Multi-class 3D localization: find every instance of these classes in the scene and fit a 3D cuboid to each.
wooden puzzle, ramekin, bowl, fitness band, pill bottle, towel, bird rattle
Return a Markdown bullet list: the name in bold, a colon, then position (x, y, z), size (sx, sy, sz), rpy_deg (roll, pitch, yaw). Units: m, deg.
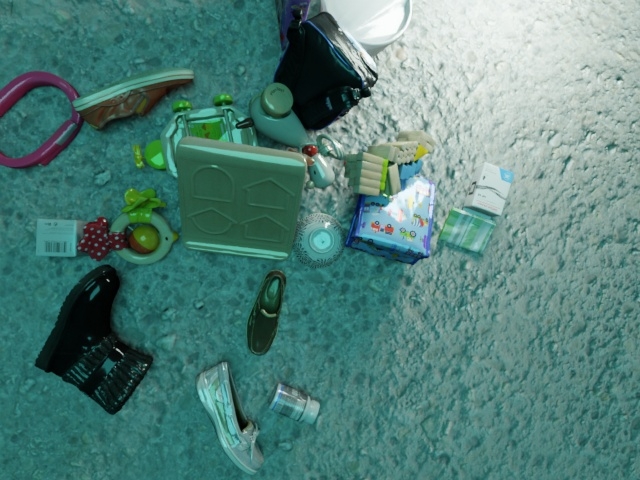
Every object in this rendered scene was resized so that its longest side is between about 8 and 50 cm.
- **wooden puzzle**: position (-0.219, -0.109, 1.119), size (0.322, 0.080, 0.347), rpy_deg (7, 129, -7)
- **ramekin**: position (0.121, -0.671, 1.197), size (0.273, 0.127, 0.272), rpy_deg (1, 84, -12)
- **bowl**: position (0.000, 0.000, 1.206), size (0.170, 0.080, 0.170), rpy_deg (0, 89, -8)
- **fitness band**: position (-0.800, -0.331, 1.127), size (0.209, 0.054, 0.291), rpy_deg (43, 84, -2)
- **pill bottle**: position (-0.077, 0.480, 1.189), size (0.137, 0.078, 0.078), rpy_deg (26, 86, -6)
- **towel**: position (0.461, -0.030, 1.278), size (0.152, 0.023, 0.113), rpy_deg (18, 104, -7)
- **bird rattle**: position (-0.518, -0.017, 1.123), size (0.253, 0.143, 0.207), rpy_deg (-45, 111, -3)

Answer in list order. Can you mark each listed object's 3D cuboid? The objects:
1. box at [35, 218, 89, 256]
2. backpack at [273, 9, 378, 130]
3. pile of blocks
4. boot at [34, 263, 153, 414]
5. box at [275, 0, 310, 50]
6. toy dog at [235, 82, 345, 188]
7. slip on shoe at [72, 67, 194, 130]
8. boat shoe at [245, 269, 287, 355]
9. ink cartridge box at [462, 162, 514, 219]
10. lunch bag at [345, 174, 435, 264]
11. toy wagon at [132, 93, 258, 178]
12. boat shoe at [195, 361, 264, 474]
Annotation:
- **box**: position (-0.702, -0.007, 1.113), size (0.101, 0.087, 0.102), rpy_deg (2, 88, -7)
- **backpack**: position (0.002, -0.450, 1.123), size (0.276, 0.263, 0.213), rpy_deg (51, 46, -5)
- **pile of blocks**: position (0.187, -0.219, 1.178), size (0.362, 0.113, 0.149), rpy_deg (-28, 117, -35)
- **boot**: position (-0.567, 0.265, 1.101), size (0.260, 0.131, 0.348), rpy_deg (30, 96, 1)
- **box**: position (-0.080, -0.680, 1.098), size (0.057, 0.293, 0.200), rpy_deg (-7, 90, -10)
- **toy dog**: position (-0.104, -0.269, 1.127), size (0.161, 0.220, 0.333), rpy_deg (-41, 86, -15)
- **slip on shoe**: position (-0.509, -0.406, 1.144), size (0.331, 0.123, 0.101), rpy_deg (-27, 125, -12)
- **boat shoe**: position (-0.160, 0.210, 1.174), size (0.095, 0.095, 0.257), rpy_deg (11, 88, -7)
- **ink cartridge box**: position (0.525, -0.141, 1.283), size (0.104, 0.060, 0.180), rpy_deg (18, 87, -7)
- **lunch bag**: position (0.222, -0.102, 1.220), size (0.221, 0.138, 0.293), rpy_deg (16, 75, -5)
- **toy wagon**: position (-0.354, -0.266, 1.172), size (0.344, 0.068, 0.267), rpy_deg (-11, 90, -7)
- **boat shoe**: position (-0.240, 0.504, 1.152), size (0.103, 0.118, 0.320), rpy_deg (-28, 86, -2)
